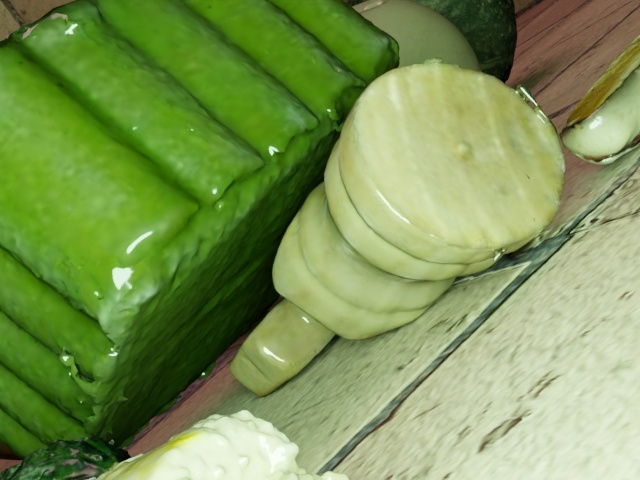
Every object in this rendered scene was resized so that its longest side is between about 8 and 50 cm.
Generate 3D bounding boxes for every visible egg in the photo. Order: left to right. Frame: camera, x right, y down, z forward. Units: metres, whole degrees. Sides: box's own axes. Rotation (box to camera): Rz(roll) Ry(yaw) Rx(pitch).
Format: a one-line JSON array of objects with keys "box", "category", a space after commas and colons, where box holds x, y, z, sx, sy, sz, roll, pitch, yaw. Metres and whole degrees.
[{"box": [0.075, -0.161, 1.163, 0.219, 0.219, 0.269, -35, 20, 22], "category": "egg"}]

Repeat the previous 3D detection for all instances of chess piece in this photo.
[{"box": [0.028, 0.012, 0.692, 0.137, 0.137, 0.301, -41, -5, -33], "category": "chess piece"}]

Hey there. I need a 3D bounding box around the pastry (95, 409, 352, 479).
[{"box": [-0.085, 0.145, 0.400, 0.258, 0.089, 0.121, -35, 18, 44], "category": "pastry"}]

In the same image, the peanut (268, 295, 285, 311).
[{"box": [-0.001, 0.000, 0.923, 0.228, 0.104, 0.085, -36, -2, 29], "category": "peanut"}]

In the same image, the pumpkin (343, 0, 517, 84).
[{"box": [0.129, -0.280, 1.456, 0.257, 0.292, 0.327, -13, 12, -20], "category": "pumpkin"}]

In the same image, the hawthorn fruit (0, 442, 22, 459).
[{"box": [-0.396, 0.069, 1.201, 0.403, 0.403, 0.403, -37, 6, 4], "category": "hawthorn fruit"}]

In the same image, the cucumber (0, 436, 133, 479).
[{"box": [-0.212, 0.200, 0.687, 0.359, 0.096, 0.096, -28, 10, 41], "category": "cucumber"}]

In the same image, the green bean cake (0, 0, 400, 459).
[{"box": [-0.129, -0.035, 0.715, 0.319, 0.218, 0.335, -45, -13, -43], "category": "green bean cake"}]

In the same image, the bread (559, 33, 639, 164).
[{"box": [0.236, -0.118, 0.698, 0.214, 0.053, 0.073, -43, 4, -28], "category": "bread"}]
